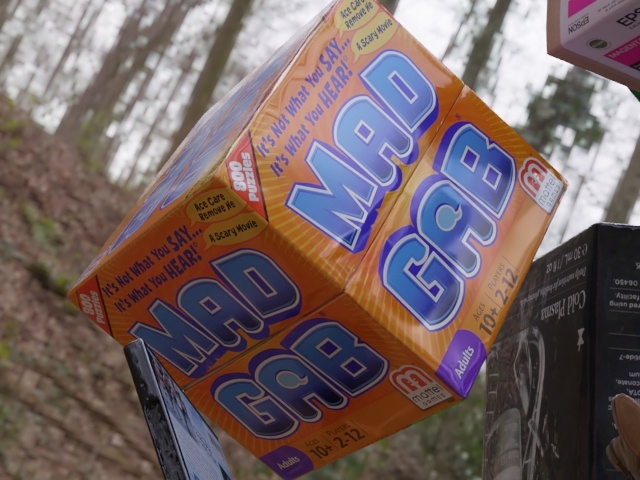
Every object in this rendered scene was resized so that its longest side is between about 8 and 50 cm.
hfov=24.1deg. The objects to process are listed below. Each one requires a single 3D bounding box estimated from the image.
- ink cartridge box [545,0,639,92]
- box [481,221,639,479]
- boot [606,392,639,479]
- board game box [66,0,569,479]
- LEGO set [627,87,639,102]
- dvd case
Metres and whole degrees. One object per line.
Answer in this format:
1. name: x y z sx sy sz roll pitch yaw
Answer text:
1. ink cartridge box: 0.415 -0.271 1.793 0.193 0.088 0.235 16 -24 -26
2. box: 0.416 0.260 2.007 0.298 0.471 0.480 4 -13 -9
3. boot: 0.336 0.224 1.633 0.118 0.042 0.087 61 -18 2
4. board game box: 0.000 0.000 1.749 0.356 0.356 0.356 42 -40 -12
5. LEGO set: 0.488 -0.338 2.033 0.331 0.192 0.255 50 -40 34
6. dvd case: -0.090 0.220 1.225 0.180 0.022 0.253 61 3 -49
